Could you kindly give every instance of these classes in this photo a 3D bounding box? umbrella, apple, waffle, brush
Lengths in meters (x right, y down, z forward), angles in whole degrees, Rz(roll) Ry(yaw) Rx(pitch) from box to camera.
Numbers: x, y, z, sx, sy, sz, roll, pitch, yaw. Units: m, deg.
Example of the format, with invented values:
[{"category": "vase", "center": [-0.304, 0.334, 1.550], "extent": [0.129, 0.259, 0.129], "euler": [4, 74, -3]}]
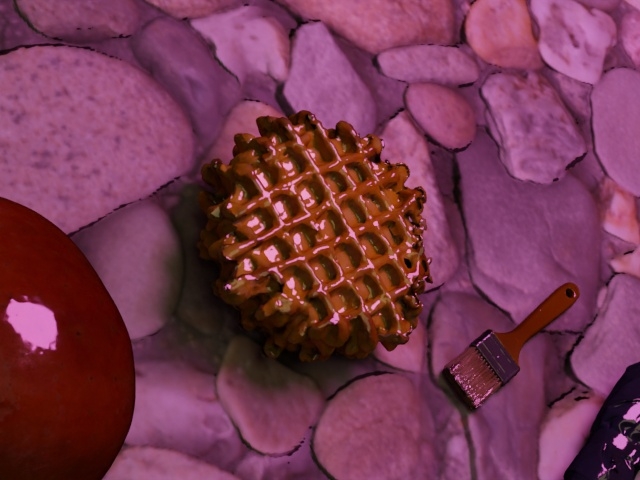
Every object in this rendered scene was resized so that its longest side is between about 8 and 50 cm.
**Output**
[{"category": "umbrella", "center": [0.224, 0.183, 1.148], "extent": [0.071, 0.071, 0.248], "euler": [47, 53, -3]}, {"category": "apple", "center": [-0.229, 0.079, 0.839], "extent": [0.230, 0.230, 0.229], "euler": [12, 63, -25]}, {"category": "waffle", "center": [0.000, 0.000, 1.107], "extent": [0.197, 0.070, 0.193], "euler": [12, 63, -28]}, {"category": "brush", "center": [0.162, 0.078, 1.194], "extent": [0.170, 0.014, 0.043], "euler": [-35, 89, -37]}]
